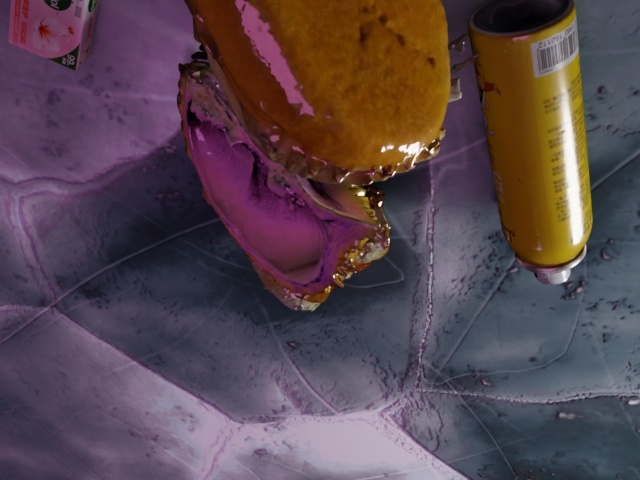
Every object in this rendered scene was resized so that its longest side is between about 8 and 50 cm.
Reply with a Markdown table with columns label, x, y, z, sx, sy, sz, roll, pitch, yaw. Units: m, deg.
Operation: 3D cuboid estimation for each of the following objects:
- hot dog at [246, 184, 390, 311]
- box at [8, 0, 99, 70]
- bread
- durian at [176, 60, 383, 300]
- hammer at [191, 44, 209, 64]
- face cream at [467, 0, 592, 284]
| label | x | y | z | sx | sy | sz | roll | pitch | yaw |
| --- | --- | --- | --- | --- | --- | --- | --- | --- | --- |
| hot dog | 0.000 | 0.000 | 0.990 | 0.213 | 0.103 | 0.146 | -33 | 94 | 24 |
| box | -0.305 | -0.270 | 0.871 | 0.089 | 0.043 | 0.125 | 22 | 132 | -4 |
| bread | -0.019 | -0.222 | 0.674 | 0.388 | 0.236 | 0.183 | 54 | 162 | -15 |
| durian | -0.051 | -0.070 | 0.882 | 0.341 | 0.112 | 0.191 | 42 | 147 | 24 |
| hammer | -0.188 | -0.356 | 0.767 | 0.168 | 0.044 | 0.440 | -31 | 116 | 33 |
| face cream | 0.241 | -0.090 | 0.836 | 0.105 | 0.105 | 0.348 | -5 | 129 | 19 |
